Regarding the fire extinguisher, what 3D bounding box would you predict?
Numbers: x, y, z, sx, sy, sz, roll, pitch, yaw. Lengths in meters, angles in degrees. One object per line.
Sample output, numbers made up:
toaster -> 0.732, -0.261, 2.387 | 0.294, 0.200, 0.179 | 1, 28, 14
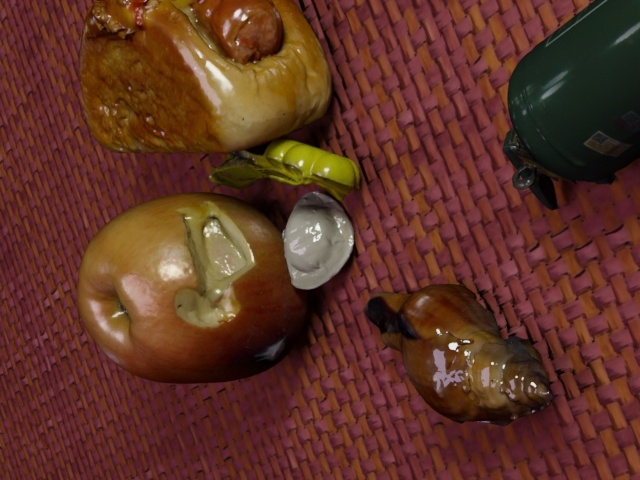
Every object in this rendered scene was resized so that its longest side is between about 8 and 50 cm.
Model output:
fire extinguisher -> 0.202, -0.106, 0.840 | 0.311, 0.114, 0.095 | -35, 33, 50

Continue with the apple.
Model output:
apple -> -0.115, 0.043, 1.229 | 0.199, 0.199, 0.199 | 20, 116, 49

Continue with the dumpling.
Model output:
dumpling -> 0.000, -0.001, 1.180 | 0.059, 0.077, 0.043 | 7, 151, 18

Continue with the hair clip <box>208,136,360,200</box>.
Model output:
hair clip -> -0.026, -0.061, 1.179 | 0.173, 0.072, 0.046 | 9, 86, 58

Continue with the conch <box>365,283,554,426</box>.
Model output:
conch -> 0.091, 0.079, 1.049 | 0.233, 0.080, 0.086 | 36, 119, 43

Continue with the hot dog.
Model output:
hot dog -> -0.110, -0.158, 1.198 | 0.257, 0.150, 0.153 | 5, 113, 53
